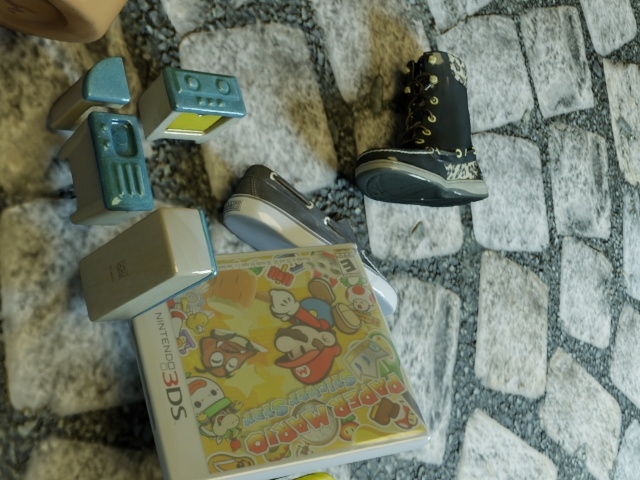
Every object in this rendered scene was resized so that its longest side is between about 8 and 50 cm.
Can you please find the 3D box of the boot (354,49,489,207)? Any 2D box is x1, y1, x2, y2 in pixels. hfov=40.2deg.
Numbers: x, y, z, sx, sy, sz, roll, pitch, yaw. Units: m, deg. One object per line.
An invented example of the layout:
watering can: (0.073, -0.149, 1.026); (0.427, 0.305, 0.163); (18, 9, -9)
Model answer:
boot: (0.113, -0.135, 1.027); (0.236, 0.085, 0.179); (6, 76, -51)

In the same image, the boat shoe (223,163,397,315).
boat shoe: (0.000, 0.000, 0.896); (0.228, 0.080, 0.076); (33, 61, -28)

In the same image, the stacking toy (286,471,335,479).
stacking toy: (-0.054, 0.205, 0.765); (0.165, 0.175, 0.302); (5, 64, -53)

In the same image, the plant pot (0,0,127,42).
plant pot: (-0.215, -0.270, 0.602); (0.290, 0.290, 0.204); (22, 82, -41)

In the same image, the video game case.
video game case: (-0.041, 0.098, 0.747); (0.226, 0.026, 0.206); (-5, 56, -25)

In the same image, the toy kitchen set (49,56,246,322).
toy kitchen set: (-0.110, -0.053, 0.728); (0.166, 0.122, 0.207); (-1, 72, -46)
